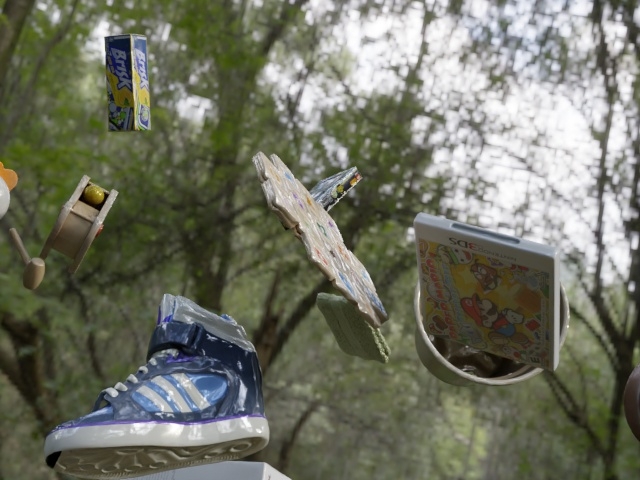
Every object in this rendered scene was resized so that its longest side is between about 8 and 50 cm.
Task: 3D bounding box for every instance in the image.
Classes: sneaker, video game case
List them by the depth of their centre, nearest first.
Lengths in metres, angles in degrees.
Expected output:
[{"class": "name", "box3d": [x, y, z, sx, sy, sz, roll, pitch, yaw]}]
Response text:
[{"class": "sneaker", "box3d": [-0.233, 0.188, 1.646, 0.322, 0.236, 0.130, -1, -31, -28]}, {"class": "video game case", "box3d": [0.234, 0.074, 1.682, 0.206, 0.026, 0.227, 16, -42, 26]}]

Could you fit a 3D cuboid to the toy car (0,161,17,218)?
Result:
[{"class": "toy car", "box3d": [-0.666, -0.085, 2.256, 0.219, 0.238, 0.210, 21, -48, 25]}]

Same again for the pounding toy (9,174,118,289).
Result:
[{"class": "pounding toy", "box3d": [-0.499, -0.039, 2.308, 0.154, 0.269, 0.154, 28, -53, -9]}]

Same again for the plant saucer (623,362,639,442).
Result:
[{"class": "plant saucer", "box3d": [0.538, 0.243, 1.786, 0.168, 0.169, 0.029, 13, -7, 4]}]

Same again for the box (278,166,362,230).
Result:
[{"class": "box", "box3d": [0.000, -0.072, 2.062, 0.094, 0.137, 0.027, -18, -71, 46]}]

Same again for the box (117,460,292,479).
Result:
[{"class": "box", "box3d": [-0.218, 0.512, 2.203, 0.345, 0.168, 0.215, -3, -29, 26]}]

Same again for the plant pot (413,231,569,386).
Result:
[{"class": "plant pot", "box3d": [0.341, 0.187, 2.654, 0.333, 0.334, 0.305, 14, -20, -2]}]

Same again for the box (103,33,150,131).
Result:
[{"class": "box", "box3d": [-0.340, -0.277, 2.120, 0.059, 0.169, 0.054, -1, 5, 23]}]

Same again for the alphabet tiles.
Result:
[{"class": "alphabet tiles", "box3d": [0.000, 0.000, 1.680, 0.021, 0.278, 0.284, -35, -54, 9]}]

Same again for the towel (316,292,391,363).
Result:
[{"class": "towel", "box3d": [0.057, 0.154, 2.110, 0.110, 0.027, 0.148, 5, -48, 41]}]
